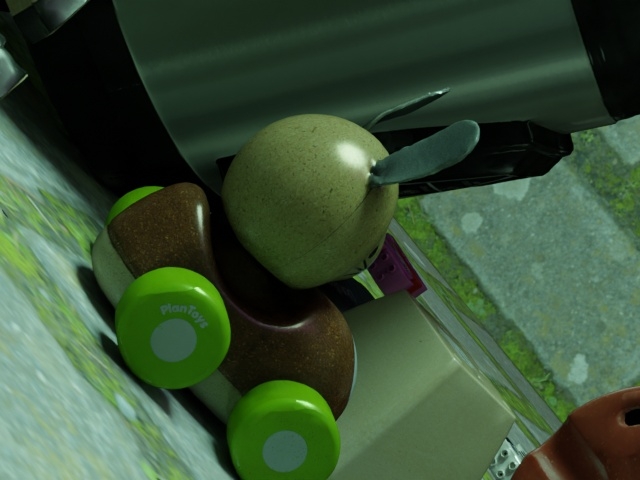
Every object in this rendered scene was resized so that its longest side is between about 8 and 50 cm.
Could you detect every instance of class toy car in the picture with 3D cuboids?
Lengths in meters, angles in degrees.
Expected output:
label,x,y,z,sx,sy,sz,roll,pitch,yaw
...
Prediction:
label,x,y,z,sx,sy,sz,roll,pitch,yaw
toy car,0.000,0.000,0.925,0.149,0.188,0.155,47,6,-20

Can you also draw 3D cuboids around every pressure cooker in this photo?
label,x,y,z,sx,sy,sz,roll,pitch,yaw
pressure cooker,-0.020,-0.209,1.164,0.370,0.420,0.375,65,18,-45

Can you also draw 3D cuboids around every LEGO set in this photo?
label,x,y,z,sx,sy,sz,roll,pitch,yaw
LEGO set,0.054,0.098,1.232,0.227,0.087,0.093,58,10,24

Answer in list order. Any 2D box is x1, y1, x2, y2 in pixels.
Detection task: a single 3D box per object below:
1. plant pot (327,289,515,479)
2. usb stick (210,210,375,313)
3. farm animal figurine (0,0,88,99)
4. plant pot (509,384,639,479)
label,x,y,z,sx,sy,sz,roll,pitch,yaw
plant pot,0.045,0.095,1.108,0.109,0.096,0.109,45,7,-41
usb stick,-0.011,0.036,1.337,0.077,0.045,0.278,58,9,21
farm animal figurine,-0.148,-0.155,0.740,0.172,0.330,0.327,50,34,-13
plant pot,0.250,0.219,1.164,0.265,0.272,0.272,30,18,-47
